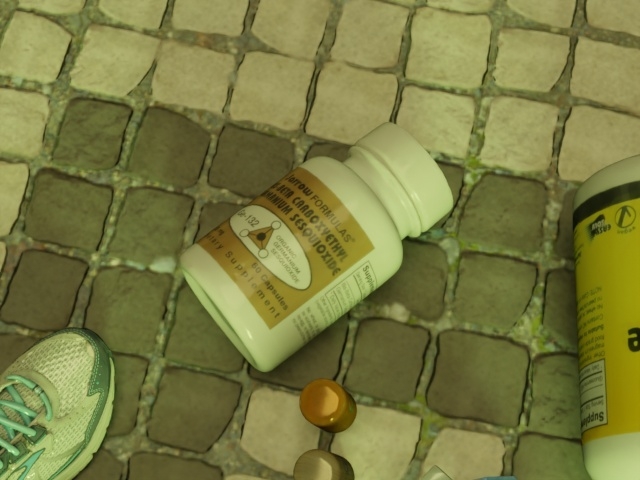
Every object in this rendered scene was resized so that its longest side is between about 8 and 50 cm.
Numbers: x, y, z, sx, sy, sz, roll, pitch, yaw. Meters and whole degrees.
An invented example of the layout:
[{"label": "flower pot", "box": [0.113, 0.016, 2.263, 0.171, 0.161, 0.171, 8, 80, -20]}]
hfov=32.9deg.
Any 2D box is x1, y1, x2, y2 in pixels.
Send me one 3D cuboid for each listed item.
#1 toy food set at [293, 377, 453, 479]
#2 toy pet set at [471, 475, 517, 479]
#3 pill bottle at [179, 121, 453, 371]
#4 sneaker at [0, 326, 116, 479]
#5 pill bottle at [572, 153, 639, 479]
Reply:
[{"label": "toy food set", "box": [0.059, 0.227, 0.896, 0.232, 0.104, 0.111, 40, 86, 18]}, {"label": "toy pet set", "box": [0.154, 0.258, 0.906, 0.122, 0.065, 0.114, -8, 70, -2]}, {"label": "pill bottle", "box": [0.000, 0.000, 0.967, 0.229, 0.131, 0.131, -37, 74, -12]}, {"label": "sneaker", "box": [-0.280, 0.187, 0.911, 0.110, 0.122, 0.283, 35, 75, 12]}, {"label": "pill bottle", "box": [0.308, 0.107, 0.892, 0.188, 0.188, 0.333, 1, 70, 2]}]
